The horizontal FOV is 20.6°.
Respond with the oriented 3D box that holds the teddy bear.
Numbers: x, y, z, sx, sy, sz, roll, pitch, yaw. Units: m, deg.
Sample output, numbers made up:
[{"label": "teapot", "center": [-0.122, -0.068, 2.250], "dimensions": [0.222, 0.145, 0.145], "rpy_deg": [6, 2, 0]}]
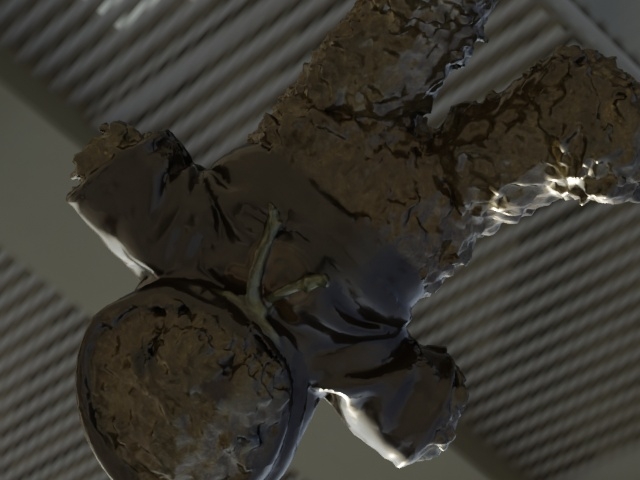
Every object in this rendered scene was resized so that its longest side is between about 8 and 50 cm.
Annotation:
[{"label": "teddy bear", "center": [0.002, -0.003, 0.446], "dimensions": [0.160, 0.119, 0.078], "rpy_deg": [-47, -175, 8]}]
